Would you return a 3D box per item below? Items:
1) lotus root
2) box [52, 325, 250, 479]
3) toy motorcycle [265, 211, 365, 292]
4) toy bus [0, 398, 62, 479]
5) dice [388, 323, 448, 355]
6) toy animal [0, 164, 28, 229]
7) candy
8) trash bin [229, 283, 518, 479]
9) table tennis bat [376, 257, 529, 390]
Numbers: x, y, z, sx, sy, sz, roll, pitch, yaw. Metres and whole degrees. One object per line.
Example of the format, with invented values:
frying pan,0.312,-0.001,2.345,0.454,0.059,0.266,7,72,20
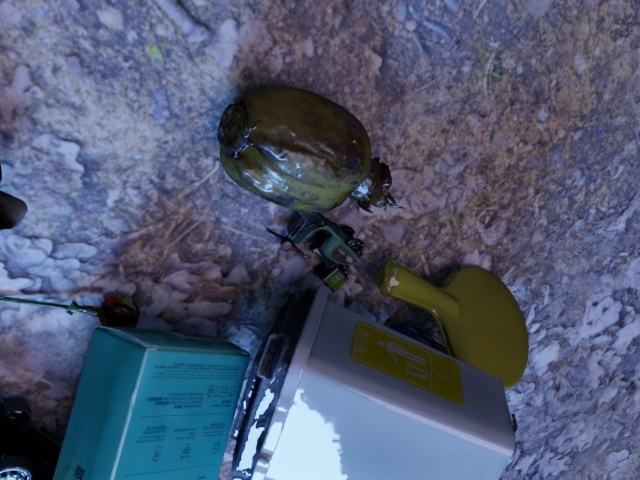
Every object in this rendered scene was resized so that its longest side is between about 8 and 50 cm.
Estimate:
lotus root,-0.007,-0.112,0.839,0.278,0.154,0.154,17,107,-29
box,-0.236,0.281,0.853,0.205,0.118,0.312,17,86,-52
toy motorcycle,0.000,0.000,0.954,0.100,0.058,0.173,-41,128,5
toy bus,-0.443,0.336,0.859,0.164,0.133,0.271,-31,128,-4
dice,0.164,0.244,1.111,0.146,0.143,0.146,26,101,-34
toy animal,-0.454,-0.082,0.596,0.344,0.194,0.303,21,110,-39
candy,-0.338,0.091,0.844,0.184,0.049,0.056,12,79,-23
trash bin,0.068,0.271,0.925,0.367,0.256,0.296,19,110,1
table tennis bat,0.240,0.129,1.084,0.368,0.224,0.054,27,146,-28
